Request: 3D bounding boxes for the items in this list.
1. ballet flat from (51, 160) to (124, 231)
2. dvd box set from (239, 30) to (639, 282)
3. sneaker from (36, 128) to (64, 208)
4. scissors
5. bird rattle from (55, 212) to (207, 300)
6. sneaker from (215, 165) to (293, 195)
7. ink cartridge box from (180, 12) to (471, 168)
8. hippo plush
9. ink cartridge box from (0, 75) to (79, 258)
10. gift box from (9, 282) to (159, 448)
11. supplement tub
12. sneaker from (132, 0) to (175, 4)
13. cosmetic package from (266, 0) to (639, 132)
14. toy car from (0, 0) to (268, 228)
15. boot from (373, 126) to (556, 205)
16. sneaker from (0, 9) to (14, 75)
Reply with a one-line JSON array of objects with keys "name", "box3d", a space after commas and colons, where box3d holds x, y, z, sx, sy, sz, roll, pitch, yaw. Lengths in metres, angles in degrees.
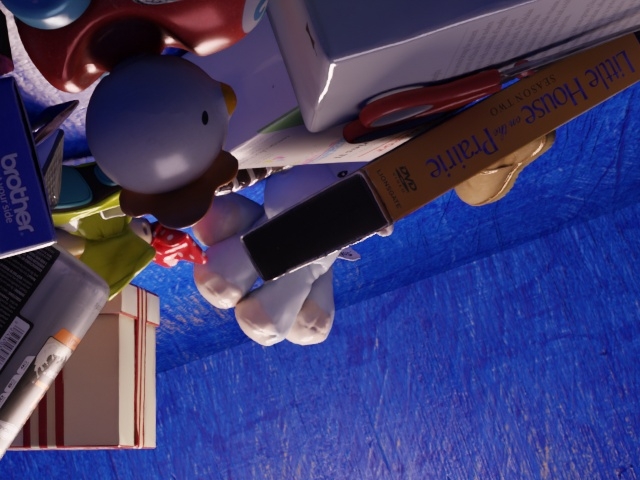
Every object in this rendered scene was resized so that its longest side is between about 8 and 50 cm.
[{"name": "ballet flat", "box3d": [-0.259, -0.050, 1.925, 0.231, 0.077, 0.077, -18, 141, -25]}, {"name": "dvd box set", "box3d": [0.149, -0.100, 1.716, 0.420, 0.062, 0.307, -30, -178, -27]}, {"name": "sneaker", "box3d": [-0.345, -0.066, 1.720, 0.163, 0.086, 0.226, 7, -160, 2]}, {"name": "scissors", "box3d": [0.161, -0.145, 1.528, 0.297, 0.021, 0.109, -19, 170, -5]}, {"name": "bird rattle", "box3d": [-0.272, -0.008, 2.160, 0.206, 0.143, 0.253, -10, -174, 16]}, {"name": "sneaker", "box3d": [-0.095, -0.097, 1.946, 0.281, 0.106, 0.162, -15, 172, -25]}, {"name": "ink cartridge box", "box3d": [0.039, -0.168, 1.772, 0.207, 0.119, 0.353, -29, 167, 38]}, {"name": "hippo plush", "box3d": [0.000, 0.000, 2.250, 0.294, 0.234, 0.236, -10, 167, -39]}, {"name": "ink cartridge box", "box3d": [-0.391, -0.031, 1.440, 0.395, 0.151, 0.270, -14, -174, -23]}, {"name": "gift box", "box3d": [-0.373, 0.158, 2.362, 0.276, 0.258, 0.255, 0, 172, 3]}, {"name": "supplement tub", "box3d": [-0.396, 0.129, 1.936, 0.316, 0.193, 0.193, -56, 172, -7]}, {"name": "sneaker", "box3d": [0.005, -0.246, 1.166, 0.343, 0.146, 0.134, -24, 145, 12]}, {"name": "cosmetic package", "box3d": [0.184, -0.254, 1.474, 0.453, 0.162, 0.230, -18, 171, -8]}, {"name": "toy car", "box3d": [-0.117, -0.127, 1.369, 0.210, 0.238, 0.219, -20, 170, 5]}, {"name": "boot", "box3d": [0.170, -0.108, 2.439, 0.269, 0.089, 0.236, -12, 157, -34]}, {"name": "sneaker", "box3d": [-0.321, -0.161, 1.347, 0.077, 0.072, 0.178, -12, 168, 35]}]
